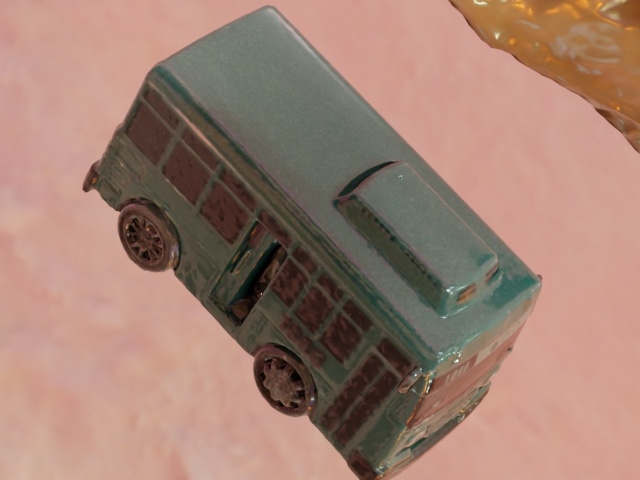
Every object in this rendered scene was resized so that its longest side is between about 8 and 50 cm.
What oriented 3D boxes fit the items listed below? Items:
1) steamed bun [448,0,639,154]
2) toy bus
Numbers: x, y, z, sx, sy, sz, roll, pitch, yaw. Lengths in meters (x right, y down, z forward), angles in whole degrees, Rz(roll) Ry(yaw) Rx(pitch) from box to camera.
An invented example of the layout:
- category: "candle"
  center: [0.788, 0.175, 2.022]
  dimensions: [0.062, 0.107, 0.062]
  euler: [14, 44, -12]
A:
- category: "steamed bun"
  center: [0.142, -0.189, 0.717]
  dimensions: [0.247, 0.189, 0.428]
  euler: [4, 160, 36]
- category: "toy bus"
  center: [0.000, 0.000, 1.158]
  dimensions: [0.256, 0.128, 0.147]
  euler: [46, 138, 12]
